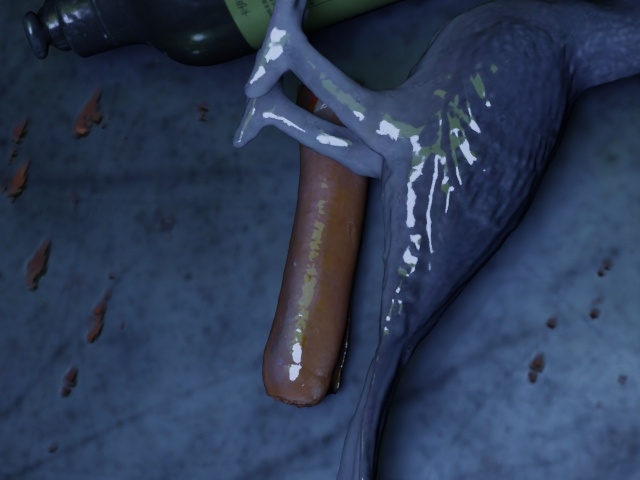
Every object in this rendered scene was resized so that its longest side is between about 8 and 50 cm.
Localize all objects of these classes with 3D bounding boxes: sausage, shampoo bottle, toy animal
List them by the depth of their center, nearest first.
[{"bbox_3d":[0.047,-0.043,0.834,0.206,0.081,0.367,37,81,2],"label":"toy animal"},{"bbox_3d":[-0.001,0.000,0.884,0.047,0.040,0.177,-11,68,55],"label":"sausage"},{"bbox_3d":[-0.028,-0.155,0.897,0.284,0.101,0.101,-18,72,11],"label":"shampoo bottle"}]
